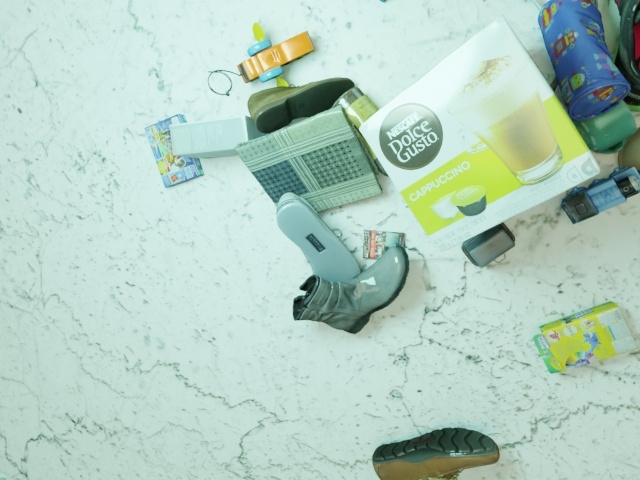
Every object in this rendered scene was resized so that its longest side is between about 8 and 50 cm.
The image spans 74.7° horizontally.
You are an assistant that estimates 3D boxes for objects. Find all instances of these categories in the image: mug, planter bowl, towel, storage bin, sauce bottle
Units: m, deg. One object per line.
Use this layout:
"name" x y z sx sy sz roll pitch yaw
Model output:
"mug" 0.671 -0.270 1.005 0.097 0.129 0.157 -32 91 20
"planter bowl" 0.818 -0.203 0.991 0.162 0.109 0.161 2 100 14
"towel" -0.020 -0.197 1.142 0.325 0.056 0.312 -14 137 22
"storage bin" 0.461 0.021 1.132 0.135 0.091 0.098 -39 89 18
"sauce bottle" 0.173 -0.255 1.147 0.111 0.111 0.344 -39 90 17

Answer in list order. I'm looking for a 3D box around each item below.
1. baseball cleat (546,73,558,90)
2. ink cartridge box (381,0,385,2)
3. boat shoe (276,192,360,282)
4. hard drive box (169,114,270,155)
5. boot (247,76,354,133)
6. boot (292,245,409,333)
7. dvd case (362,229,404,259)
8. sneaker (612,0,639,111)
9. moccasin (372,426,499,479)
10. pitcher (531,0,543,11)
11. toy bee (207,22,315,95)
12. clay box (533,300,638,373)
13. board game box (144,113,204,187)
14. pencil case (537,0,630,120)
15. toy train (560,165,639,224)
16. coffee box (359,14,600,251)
"baseball cleat" 0.553 -0.311 1.068 0.110 0.072 0.205 33 116 1
"ink cartridge box" 0.057 -0.759 1.027 0.308 0.223 0.129 37 107 6
"boat shoe" -0.008 0.004 1.233 0.136 0.156 0.367 -34 119 13
"hard drive box" -0.283 -0.295 1.221 0.232 0.181 0.089 -2 98 14
"boot" -0.054 -0.399 1.150 0.306 0.112 0.115 -22 57 -14
"boot" 0.076 0.132 1.162 0.223 0.118 0.338 19 119 -26
"dvd case" 0.186 0.015 1.242 0.120 0.013 0.087 4 101 15
"sneaker" 0.730 -0.534 0.905 0.186 0.202 0.482 -11 97 15
"moccasin" 0.344 0.668 1.252 0.380 0.139 0.146 -25 94 17
"pitcher" 0.516 -0.630 0.996 0.207 0.125 0.177 6 117 2
"toy bee" -0.173 -0.505 1.182 0.299 0.162 0.195 -7 105 -13
"clay box" 0.703 0.265 1.133 0.222 0.053 0.127 -25 93 18
"board game box" -0.469 -0.286 1.346 0.136 0.035 0.201 -15 96 17
"pencil case" 0.592 -0.423 0.950 0.133 0.119 0.305 8 66 -23
"toy train" 0.689 -0.111 1.025 0.184 0.105 0.080 -31 91 41
"coffee box" 0.355 -0.231 0.946 0.338 0.338 0.334 -32 90 34
